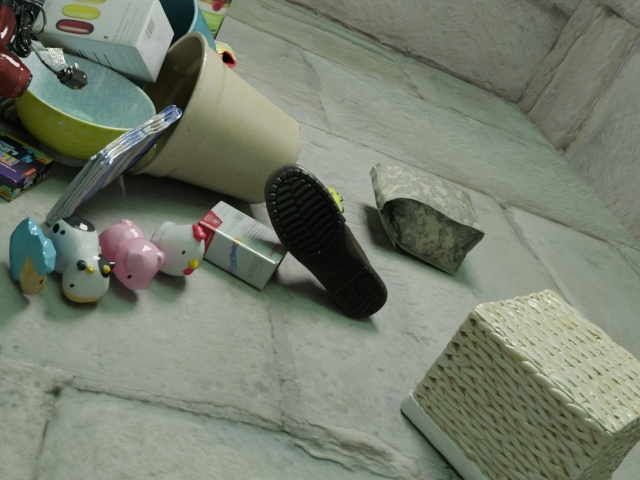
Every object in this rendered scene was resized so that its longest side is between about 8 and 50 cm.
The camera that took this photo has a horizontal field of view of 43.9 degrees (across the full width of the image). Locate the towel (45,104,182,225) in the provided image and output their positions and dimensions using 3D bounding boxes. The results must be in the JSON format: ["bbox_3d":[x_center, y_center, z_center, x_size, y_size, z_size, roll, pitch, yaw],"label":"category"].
[{"bbox_3d":[-0.379,-0.142,1.479,0.034,0.209,0.285,45,33,-6],"label":"towel"}]

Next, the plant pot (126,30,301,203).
[{"bbox_3d":[-0.221,-0.238,1.754,0.305,0.334,0.333,25,24,-32],"label":"plant pot"}]

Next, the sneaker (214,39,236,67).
[{"bbox_3d":[-0.348,-0.597,2.506,0.209,0.081,0.094,5,37,-40],"label":"sneaker"}]

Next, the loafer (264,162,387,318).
[{"bbox_3d":[0.000,0.000,1.624,0.366,0.134,0.130,59,1,-20],"label":"loafer"}]

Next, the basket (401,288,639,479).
[{"bbox_3d":[0.390,0.288,1.426,0.328,0.266,0.331,-5,40,-48],"label":"basket"}]

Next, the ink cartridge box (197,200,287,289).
[{"bbox_3d":[-0.160,0.009,1.598,0.175,0.072,0.127,30,25,2],"label":"ink cartridge box"}]

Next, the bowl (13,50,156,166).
[{"bbox_3d":[-0.499,-0.246,1.626,0.290,0.156,0.289,23,28,-13],"label":"bowl"}]

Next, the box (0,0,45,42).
[{"bbox_3d":[-0.812,-0.605,1.945,0.313,0.179,0.343,18,27,-18],"label":"box"}]

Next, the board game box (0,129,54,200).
[{"bbox_3d":[-0.608,-0.154,1.478,0.170,0.048,0.141,28,25,-1],"label":"board game box"}]

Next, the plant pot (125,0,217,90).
[{"bbox_3d":[-0.371,-0.451,1.975,0.271,0.272,0.255,48,-3,34],"label":"plant pot"}]

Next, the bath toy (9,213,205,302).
[{"bbox_3d":[-0.333,0.022,1.343,0.348,0.129,0.151,-3,74,-46],"label":"bath toy"}]

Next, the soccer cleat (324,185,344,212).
[{"bbox_3d":[-0.009,-0.055,1.848,0.121,0.093,0.289,12,29,-17],"label":"soccer cleat"}]

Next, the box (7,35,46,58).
[{"bbox_3d":[-0.631,-0.380,1.820,0.290,0.087,0.169,10,32,-34],"label":"box"}]

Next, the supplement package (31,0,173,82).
[{"bbox_3d":[-0.468,-0.452,1.722,0.244,0.139,0.134,11,-20,10],"label":"supplement package"}]

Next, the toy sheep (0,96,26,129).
[{"bbox_3d":[-0.637,-0.292,1.661,0.091,0.091,0.132,-18,76,-56],"label":"toy sheep"}]

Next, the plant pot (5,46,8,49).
[{"bbox_3d":[-0.726,-0.284,1.434,0.237,0.237,0.254,23,39,-11],"label":"plant pot"}]

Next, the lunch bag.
[{"bbox_3d":[0.252,-0.075,2.055,0.287,0.169,0.235,26,26,-15],"label":"lunch bag"}]

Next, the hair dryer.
[{"bbox_3d":[-0.588,-0.352,1.443,0.223,0.080,0.293,53,28,13],"label":"hair dryer"}]

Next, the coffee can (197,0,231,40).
[{"bbox_3d":[-0.393,-0.804,2.610,0.202,0.275,0.201,23,27,-12],"label":"coffee can"}]
